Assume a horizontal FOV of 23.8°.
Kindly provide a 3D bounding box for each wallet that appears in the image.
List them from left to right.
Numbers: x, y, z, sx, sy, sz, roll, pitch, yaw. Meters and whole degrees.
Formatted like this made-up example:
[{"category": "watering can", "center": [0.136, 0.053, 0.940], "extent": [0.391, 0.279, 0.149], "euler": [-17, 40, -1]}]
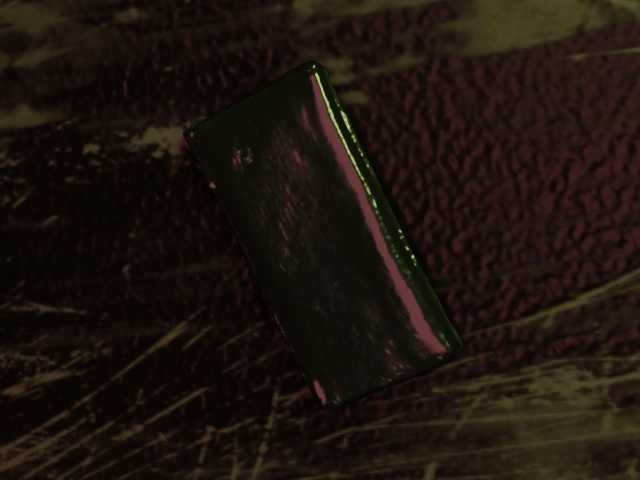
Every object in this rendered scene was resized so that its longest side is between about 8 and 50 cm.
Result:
[{"category": "wallet", "center": [0.000, 0.000, 1.299], "extent": [0.146, 0.030, 0.285], "euler": [-26, 90, 21]}]
